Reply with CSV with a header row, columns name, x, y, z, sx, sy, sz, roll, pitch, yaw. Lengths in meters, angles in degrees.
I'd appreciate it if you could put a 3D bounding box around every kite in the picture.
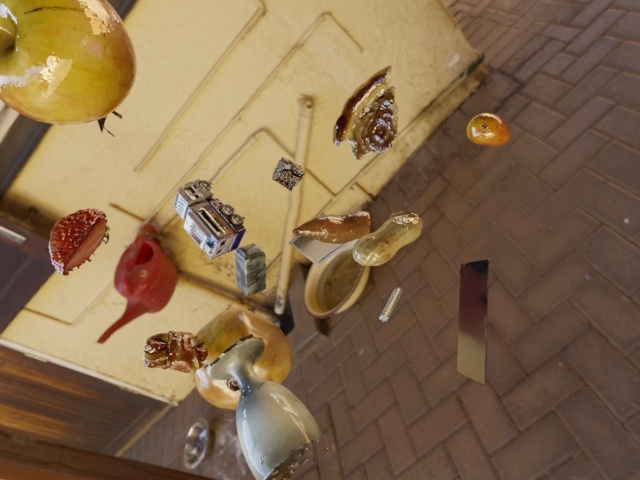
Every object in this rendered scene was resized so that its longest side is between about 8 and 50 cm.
name,x,y,z,sx,sy,sz,roll,pitch,yaw
kite,-0.731,-0.458,1.484,0.010,0.160,0.183,12,81,13

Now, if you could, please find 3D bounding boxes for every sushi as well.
name,x,y,z,sx,sy,sz,roll,pitch,yaw
sushi,-0.111,-0.224,1.448,0.094,0.084,0.098,-56,25,15

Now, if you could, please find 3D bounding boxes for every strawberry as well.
name,x,y,z,sx,sy,sz,roll,pitch,yaw
strawberry,-0.691,-0.012,1.214,0.175,0.106,0.236,-64,7,6

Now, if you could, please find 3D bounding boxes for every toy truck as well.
name,x,y,z,sx,sy,sz,roll,pitch,yaw
toy truck,-0.392,-0.078,1.470,0.155,0.268,0.124,-30,-20,-46

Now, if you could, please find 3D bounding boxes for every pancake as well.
name,x,y,z,sx,sy,sz,roll,pitch,yaw
pancake,0.127,-0.372,1.294,0.212,0.056,0.257,0,93,29

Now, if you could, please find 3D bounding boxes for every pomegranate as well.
name,x,y,z,sx,sy,sz,roll,pitch,yaw
pomegranate,-0.321,0.476,1.736,0.416,0.416,0.417,-34,37,31

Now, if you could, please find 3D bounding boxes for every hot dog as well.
name,x,y,z,sx,sy,sz,roll,pitch,yaw
hot dog,-0.478,0.368,1.440,0.103,0.213,0.146,-39,48,38

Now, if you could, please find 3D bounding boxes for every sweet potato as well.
name,x,y,z,sx,sy,sz,roll,pitch,yaw
sweet potato,0.041,-0.044,1.749,0.131,0.336,0.131,173,90,-70

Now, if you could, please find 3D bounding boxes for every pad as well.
name,x,y,z,sx,sy,sz,roll,pitch,yaw
pad,0.391,0.203,1.113,0.202,0.005,0.300,99,175,-83

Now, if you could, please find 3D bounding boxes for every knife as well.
name,x,y,z,sx,sy,sz,roll,pitch,yaw
knife,0.217,0.198,1.336,0.044,0.023,0.162,-41,3,39

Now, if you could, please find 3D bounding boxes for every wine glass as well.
name,x,y,z,sx,sy,sz,roll,pitch,yaw
wine glass,-0.142,0.423,1.082,0.190,0.190,0.357,-49,57,10

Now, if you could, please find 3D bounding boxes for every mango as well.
name,x,y,z,sx,sy,sz,roll,pitch,yaw
mango,0.465,-0.301,1.168,0.105,0.159,0.084,30,123,34

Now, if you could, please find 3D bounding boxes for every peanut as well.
name,x,y,z,sx,sy,sz,roll,pitch,yaw
peanut,0.247,-0.001,1.560,0.290,0.130,0.130,-34,30,-9

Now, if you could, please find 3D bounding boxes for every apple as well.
name,x,y,z,sx,sy,sz,roll,pitch,yaw
apple,-0.495,-0.361,0.823,0.286,0.286,0.233,-43,-11,19

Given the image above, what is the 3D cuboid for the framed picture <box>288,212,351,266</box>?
name,x,y,z,sx,sy,sz,roll,pitch,yaw
framed picture,0.000,0.000,1.972,0.252,0.197,0.014,-39,22,34

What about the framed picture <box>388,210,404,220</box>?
name,x,y,z,sx,sy,sz,roll,pitch,yaw
framed picture,0.306,-0.046,1.828,0.015,0.203,0.150,19,106,21

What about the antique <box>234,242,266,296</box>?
name,x,y,z,sx,sy,sz,roll,pitch,yaw
antique,-0.261,0.104,1.612,0.088,0.086,0.183,38,136,40
